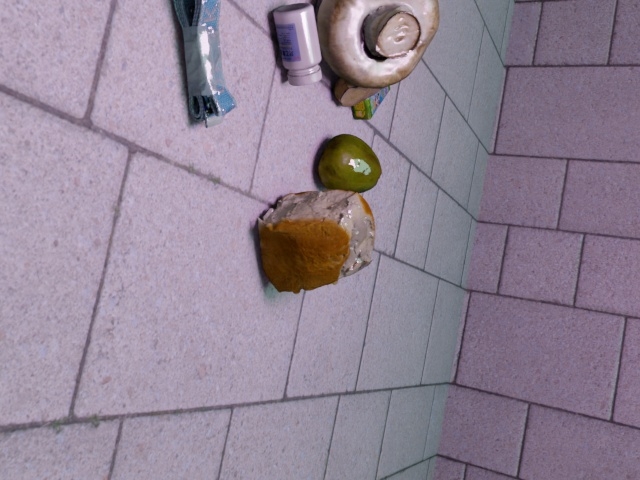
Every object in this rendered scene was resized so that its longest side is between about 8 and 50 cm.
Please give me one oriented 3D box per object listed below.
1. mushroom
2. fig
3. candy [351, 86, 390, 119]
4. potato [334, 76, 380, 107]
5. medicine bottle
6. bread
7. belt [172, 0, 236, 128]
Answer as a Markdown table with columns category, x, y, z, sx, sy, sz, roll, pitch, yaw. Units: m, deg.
| category | x | y | z | sx | sy | sz | roll | pitch | yaw |
| --- | --- | --- | --- | --- | --- | --- | --- | --- | --- |
| mushroom | 0.164 | -0.590 | 1.728 | 0.260 | 0.352 | 0.352 | -119 | -170 | -52 |
| fig | 0.088 | -0.218 | 1.852 | 0.181 | 0.191 | 0.181 | -164 | -90 | -84 |
| candy | 0.162 | -0.484 | 2.027 | 0.194 | 0.062 | 0.097 | -58 | 143 | -39 |
| potato | 0.102 | -0.473 | 1.893 | 0.172 | 0.089 | 0.100 | -21 | 162 | -36 |
| medicine bottle | -0.054 | -0.496 | 1.577 | 0.103 | 0.103 | 0.186 | -49 | 139 | -45 |
| bread | 0.000 | 0.000 | 1.649 | 0.225 | 0.279 | 0.250 | -65 | 152 | -55 |
| belt | -0.238 | -0.385 | 1.280 | 0.072 | 0.087 | 0.302 | -45 | 136 | -56 |
